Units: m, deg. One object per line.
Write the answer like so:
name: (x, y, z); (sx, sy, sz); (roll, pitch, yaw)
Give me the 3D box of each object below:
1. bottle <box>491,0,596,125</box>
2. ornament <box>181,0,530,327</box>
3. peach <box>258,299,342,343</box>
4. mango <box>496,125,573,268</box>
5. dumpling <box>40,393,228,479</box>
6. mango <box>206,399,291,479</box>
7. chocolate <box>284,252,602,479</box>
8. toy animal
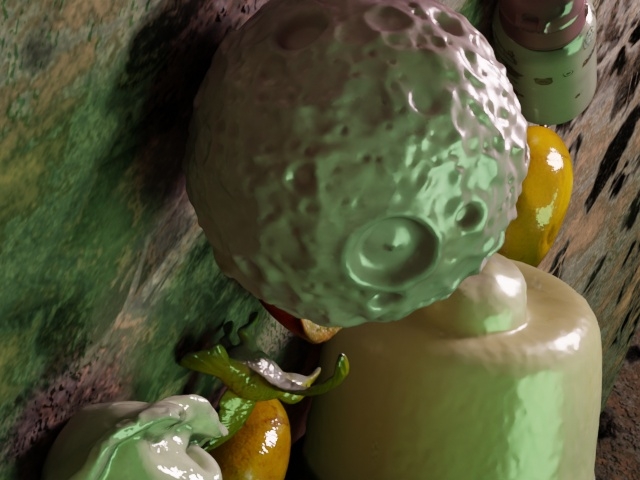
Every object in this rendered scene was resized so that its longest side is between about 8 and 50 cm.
bottle: (0.236, -0.216, 1.970); (0.110, 0.110, 0.233); (-58, 161, -15)
ornament: (0.026, -0.057, 1.371); (0.225, 0.259, 0.259); (-110, -150, -52)
peach: (-0.004, -0.002, 1.690); (0.279, 0.068, 0.189); (67, 45, -65)
mango: (0.233, -0.029, 2.239); (0.147, 0.109, 0.227); (-80, -174, -61)
dumpling: (-0.142, 0.189, 1.472); (0.162, 0.132, 0.250); (-53, 160, -18)
mango: (-0.077, 0.205, 1.727); (0.115, 0.089, 0.165); (-18, -151, 53)
chocolate: (0.135, 0.139, 1.933); (0.314, 0.326, 0.297); (-10, 106, -36)
toy animal: (-0.050, 0.109, 1.653); (0.219, 0.095, 0.155); (-28, -176, 34)
